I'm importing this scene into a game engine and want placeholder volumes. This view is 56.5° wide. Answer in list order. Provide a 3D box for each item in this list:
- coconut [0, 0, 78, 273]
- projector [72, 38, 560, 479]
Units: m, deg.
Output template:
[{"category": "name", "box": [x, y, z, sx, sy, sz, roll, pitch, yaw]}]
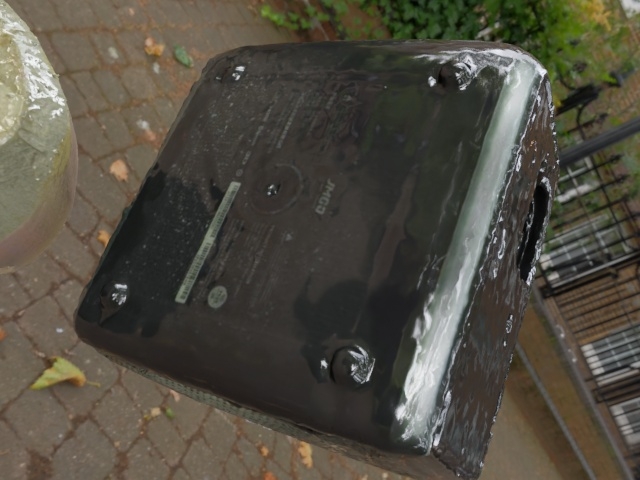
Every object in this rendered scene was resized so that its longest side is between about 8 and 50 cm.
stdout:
[{"category": "coconut", "box": [-0.415, -0.103, 0.640, 0.298, 0.297, 0.309, 65, -21, 3]}, {"category": "projector", "box": [0.000, 0.000, 0.634, 0.242, 0.404, 0.396, 48, 59, -53]}]
